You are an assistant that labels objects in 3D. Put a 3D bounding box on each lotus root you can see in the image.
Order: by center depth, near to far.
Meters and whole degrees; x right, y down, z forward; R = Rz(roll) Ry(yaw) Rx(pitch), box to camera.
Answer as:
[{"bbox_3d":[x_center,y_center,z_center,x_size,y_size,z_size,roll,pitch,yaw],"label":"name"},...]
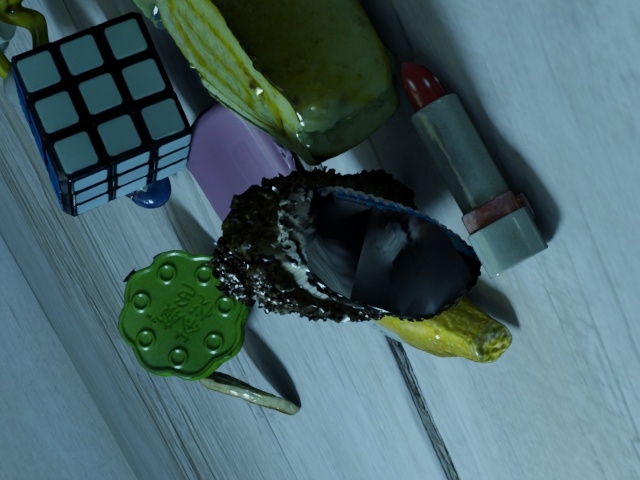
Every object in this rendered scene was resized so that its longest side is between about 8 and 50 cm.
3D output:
[{"bbox_3d":[-0.176,0.114,2.105,0.186,0.186,0.186,49,160,25],"label":"lotus root"}]

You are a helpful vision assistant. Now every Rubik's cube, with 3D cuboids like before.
[{"bbox_3d":[-0.251,-0.142,1.727,0.162,0.163,0.160,63,167,8],"label":"Rubik's cube"}]

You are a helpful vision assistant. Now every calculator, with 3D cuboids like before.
[{"bbox_3d":[-0.084,-0.067,1.724,0.194,0.043,0.294,59,160,-1],"label":"calculator"}]

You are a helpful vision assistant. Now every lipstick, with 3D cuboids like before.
[{"bbox_3d":[0.116,-0.064,1.206,0.186,0.057,0.063,62,-170,3],"label":"lipstick"}]

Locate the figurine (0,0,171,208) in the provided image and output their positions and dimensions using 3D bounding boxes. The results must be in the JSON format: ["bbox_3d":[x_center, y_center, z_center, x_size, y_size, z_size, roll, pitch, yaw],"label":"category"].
[{"bbox_3d":[-0.295,-0.183,1.970,0.338,0.204,0.283,51,157,-18],"label":"figurine"}]

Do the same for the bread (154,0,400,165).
[{"bbox_3d":[-0.030,-0.169,1.307,0.257,0.124,0.186,45,164,31],"label":"bread"}]

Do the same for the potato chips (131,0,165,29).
[{"bbox_3d":[-0.269,-0.422,1.597,0.429,0.070,0.358,56,165,9],"label":"potato chips"}]

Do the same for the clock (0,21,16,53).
[{"bbox_3d":[-0.469,-0.373,2.103,0.236,0.053,0.236,-15,-90,-79],"label":"clock"}]

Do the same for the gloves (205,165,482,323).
[{"bbox_3d":[0.012,0.004,1.314,0.312,0.210,0.135,-6,89,63],"label":"gloves"}]

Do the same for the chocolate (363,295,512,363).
[{"bbox_3d":[0.097,0.063,1.429,0.219,0.085,0.085,24,142,55],"label":"chocolate"}]

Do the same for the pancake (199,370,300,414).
[{"bbox_3d":[-0.102,0.216,2.131,0.158,0.028,0.158,20,176,2],"label":"pancake"}]
